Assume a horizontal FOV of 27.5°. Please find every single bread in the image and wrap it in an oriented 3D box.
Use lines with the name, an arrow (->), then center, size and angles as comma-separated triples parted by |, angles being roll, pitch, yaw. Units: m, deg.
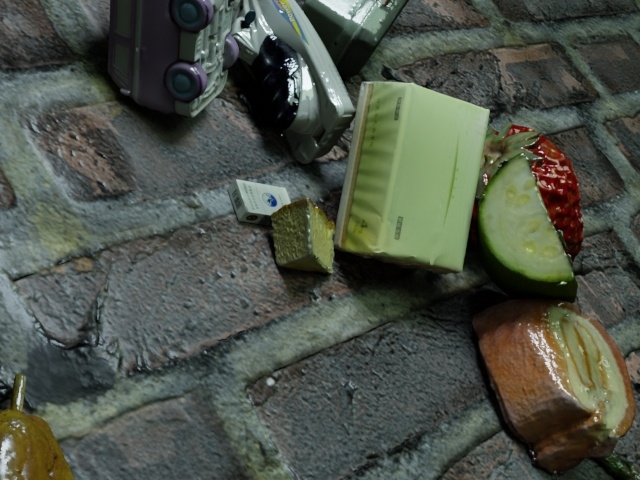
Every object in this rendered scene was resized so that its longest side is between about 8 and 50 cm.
bread -> 0.000, 0.000, 1.660 | 0.109, 0.080, 0.084 | 10, 71, -40
bread -> -0.269, 0.263, 1.126 | 0.124, 0.084, 0.344 | 45, 27, -43
bread -> 0.326, 0.195, 1.777 | 0.190, 0.123, 0.244 | 16, 46, -38

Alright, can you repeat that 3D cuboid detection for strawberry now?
strawberry -> 0.302, -0.041, 1.950 | 0.244, 0.205, 0.205 | 55, 28, -30

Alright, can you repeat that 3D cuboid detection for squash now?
squash -> 0.279, 0.008, 1.852 | 0.289, 0.111, 0.203 | 35, 33, -80

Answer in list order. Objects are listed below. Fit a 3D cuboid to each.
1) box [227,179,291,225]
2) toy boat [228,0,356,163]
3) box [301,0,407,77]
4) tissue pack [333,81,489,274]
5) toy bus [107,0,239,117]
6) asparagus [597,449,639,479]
box -> -0.075, -0.047, 1.689 | 0.083, 0.024, 0.054 | 8, 47, -40
toy boat -> -0.061, -0.240, 1.812 | 0.141, 0.141, 0.269 | -17, 66, -52
box -> 0.058, -0.368, 2.003 | 0.129, 0.148, 0.210 | 33, 64, -2
tissue pack -> 0.122, -0.082, 1.750 | 0.159, 0.125, 0.234 | 14, 86, -38
toy bus -> -0.186, -0.271, 1.657 | 0.142, 0.202, 0.142 | 15, 32, 11
asparagus -> 0.424, 0.323, 1.828 | 0.165, 0.030, 0.036 | 42, 11, -2
